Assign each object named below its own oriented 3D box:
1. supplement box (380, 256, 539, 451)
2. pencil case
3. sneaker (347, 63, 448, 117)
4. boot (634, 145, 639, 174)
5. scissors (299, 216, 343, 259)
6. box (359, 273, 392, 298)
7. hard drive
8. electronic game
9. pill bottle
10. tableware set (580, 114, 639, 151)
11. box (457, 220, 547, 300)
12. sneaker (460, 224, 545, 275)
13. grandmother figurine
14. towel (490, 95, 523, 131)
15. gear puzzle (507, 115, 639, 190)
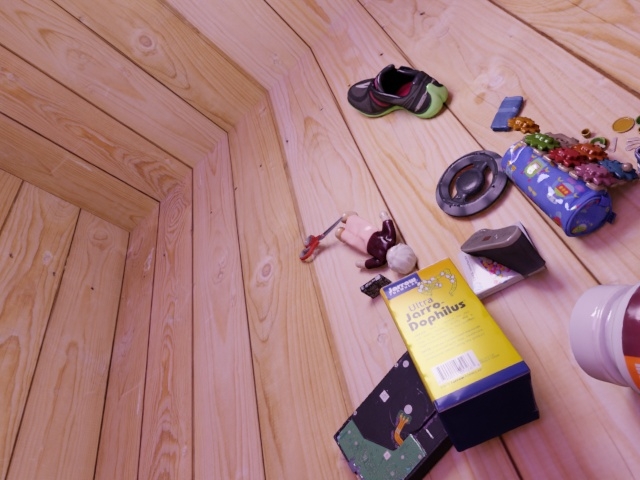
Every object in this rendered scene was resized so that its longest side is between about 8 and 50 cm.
[{"bbox_3d":[0.304,0.245,1.033,0.195,0.194,0.356,-26,38,4],"label":"supplement box"},{"bbox_3d":[0.585,-0.141,1.130,0.133,0.119,0.306,-54,36,26],"label":"pencil case"},{"bbox_3d":[0.266,-0.591,1.730,0.483,0.202,0.185,20,78,51],"label":"sneaker"},{"bbox_3d":[0.759,-0.136,0.967,0.069,0.086,0.190,-46,39,12],"label":"boot"},{"bbox_3d":[0.000,0.000,1.668,0.297,0.021,0.109,-28,38,58],"label":"scissors"},{"bbox_3d":[0.175,0.144,1.408,0.083,0.067,0.018,-38,42,23],"label":"box"},{"bbox_3d":[0.204,0.472,1.144,0.339,0.064,0.237,-51,38,5],"label":"hard drive"},{"bbox_3d":[0.450,-0.172,1.356,0.229,0.048,0.229,-28,45,32],"label":"electronic game"},{"bbox_3d":[0.625,0.164,0.707,0.224,0.224,0.392,-67,17,-13],"label":"pill bottle"},{"bbox_3d":[0.741,-0.272,1.137,0.154,0.024,0.104,2,65,48],"label":"tableware set"},{"bbox_3d":[0.468,0.054,1.183,0.186,0.038,0.145,-34,43,28],"label":"box"},{"bbox_3d":[0.447,0.035,1.132,0.083,0.118,0.222,-46,8,-11],"label":"sneaker"},{"bbox_3d":[0.184,0.005,1.484,0.342,0.104,0.207,38,121,49],"label":"grandmother figurine"},{"bbox_3d":[0.577,-0.390,1.394,0.067,0.029,0.119,18,77,51],"label":"towel"},{"bbox_3d":[0.607,-0.239,1.119,0.339,0.176,0.044,55,148,42],"label":"gear puzzle"}]
